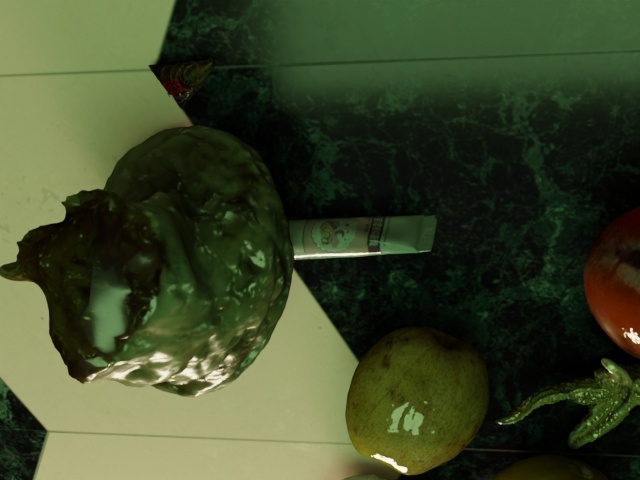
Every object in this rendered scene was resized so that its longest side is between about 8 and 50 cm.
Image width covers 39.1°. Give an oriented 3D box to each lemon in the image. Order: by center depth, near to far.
[{"bbox_3d":[0.358,0.441,1.392,0.241,0.240,0.219,19,100,0],"label":"lemon"}]

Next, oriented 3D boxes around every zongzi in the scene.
[{"bbox_3d":[-0.188,-0.209,1.231,0.083,0.067,0.073,6,134,29],"label":"zongzi"}]

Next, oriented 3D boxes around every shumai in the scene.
[{"bbox_3d":[-0.238,0.047,1.178,0.324,0.323,0.397,35,111,16],"label":"shumai"}]

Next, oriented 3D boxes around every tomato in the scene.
[{"bbox_3d":[0.444,0.050,1.157,0.208,0.208,0.184,-21,132,21],"label":"tomato"}]

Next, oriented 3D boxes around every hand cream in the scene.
[{"bbox_3d":[0.000,0.000,1.296,0.331,0.085,0.058,-1,124,15],"label":"hand cream"}]

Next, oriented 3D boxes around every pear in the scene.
[{"bbox_3d":[0.149,0.224,1.317,0.188,0.229,0.211,44,117,29],"label":"pear"}]

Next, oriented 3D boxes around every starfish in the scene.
[{"bbox_3d":[0.461,0.232,1.320,0.358,0.078,0.347,14,144,-26],"label":"starfish"}]

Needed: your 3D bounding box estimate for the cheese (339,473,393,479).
[{"bbox_3d":[0.075,0.482,1.509,0.189,0.154,0.198,12,118,-17],"label":"cheese"}]
